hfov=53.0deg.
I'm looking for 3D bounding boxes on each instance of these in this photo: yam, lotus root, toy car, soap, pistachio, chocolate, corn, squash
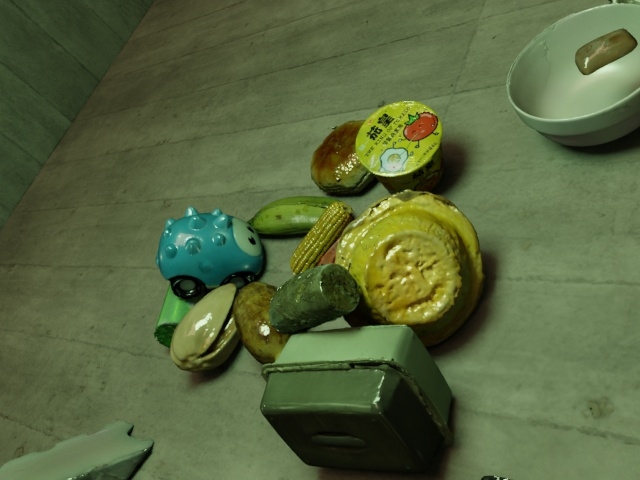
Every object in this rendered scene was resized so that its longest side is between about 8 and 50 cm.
[{"bbox_3d":[-0.008,0.097,1.087,0.183,0.107,0.107,-27,37,55],"label":"yam"},{"bbox_3d":[-0.099,0.182,1.304,0.128,0.145,0.260,-48,37,7],"label":"lotus root"},{"bbox_3d":[-0.260,0.015,1.514,0.255,0.190,0.188,-1,43,-10],"label":"toy car"},{"bbox_3d":[-0.554,0.481,1.350,0.159,0.258,0.302,19,70,49],"label":"soap"},{"bbox_3d":[-0.244,0.197,1.428,0.144,0.144,0.215,9,52,44],"label":"pistachio"},{"bbox_3d":[-0.331,0.120,1.598,0.110,0.110,0.291,-21,42,26],"label":"chocolate"},{"bbox_3d":[0.000,0.000,1.402,0.207,0.068,0.068,-54,35,22],"label":"corn"},{"bbox_3d":[-0.066,-0.059,1.529,0.341,0.094,0.094,-3,55,40],"label":"squash"},{"bbox_3d":[0.490,-0.331,1.107,0.100,0.031,0.065,-25,48,21],"label":"chocolate"}]

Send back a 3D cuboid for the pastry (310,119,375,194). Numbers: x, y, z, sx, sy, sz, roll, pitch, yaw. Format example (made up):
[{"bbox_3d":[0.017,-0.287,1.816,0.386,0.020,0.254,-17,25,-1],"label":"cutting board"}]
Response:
[{"bbox_3d":[0.064,-0.198,1.517,0.192,0.093,0.182,-1,60,50],"label":"pastry"}]

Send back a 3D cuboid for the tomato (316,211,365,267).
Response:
[{"bbox_3d":[0.099,0.038,1.280,0.228,0.101,0.228,-39,18,15],"label":"tomato"}]

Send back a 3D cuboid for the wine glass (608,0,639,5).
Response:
[{"bbox_3d":[0.706,-0.461,1.173,0.321,0.143,0.143,-1,56,39],"label":"wine glass"}]

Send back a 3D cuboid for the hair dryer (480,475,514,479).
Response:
[{"bbox_3d":[0.316,0.413,0.805,0.251,0.089,0.197,-5,53,30],"label":"hair dryer"}]

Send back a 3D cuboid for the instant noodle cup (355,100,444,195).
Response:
[{"bbox_3d":[0.181,-0.178,1.357,0.182,0.144,0.182,-10,61,18],"label":"instant noodle cup"}]

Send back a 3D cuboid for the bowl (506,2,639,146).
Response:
[{"bbox_3d":[0.506,-0.285,1.188,0.287,0.144,0.287,-23,45,25],"label":"bowl"}]

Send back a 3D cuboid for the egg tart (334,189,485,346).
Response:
[{"bbox_3d":[0.155,0.055,1.109,0.288,0.288,0.118,-43,0,2],"label":"egg tart"}]

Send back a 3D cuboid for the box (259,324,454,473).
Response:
[{"bbox_3d":[0.055,0.260,1.050,0.290,0.221,0.166,-11,35,36],"label":"box"}]
